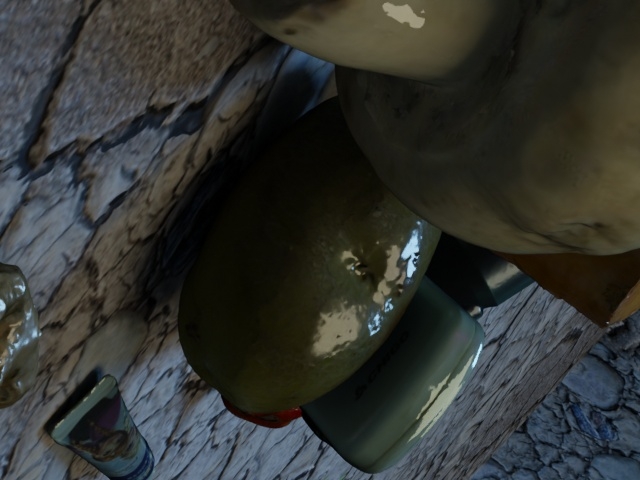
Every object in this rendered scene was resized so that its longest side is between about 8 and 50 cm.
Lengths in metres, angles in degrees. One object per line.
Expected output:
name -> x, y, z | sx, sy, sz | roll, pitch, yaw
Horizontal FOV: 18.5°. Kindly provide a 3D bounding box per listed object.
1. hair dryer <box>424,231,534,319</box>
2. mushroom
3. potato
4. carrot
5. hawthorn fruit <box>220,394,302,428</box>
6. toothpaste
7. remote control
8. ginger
hair dryer -> 0.165, -0.017, 1.934 | 0.244, 0.116, 0.302 | -32, -174, 0
mushroom -> 0.099, -0.144, 1.158 | 0.336, 0.314, 0.314 | 16, 114, -44
potato -> 0.000, 0.000, 1.355 | 0.251, 0.159, 0.174 | -51, -150, -8
carrot -> 0.208, -0.053, 1.699 | 0.196, 0.254, 0.196 | -44, 163, -18
hawthorn fruit -> -0.039, 0.120, 1.655 | 0.093, 0.093, 0.093 | -48, 166, -16
toothpaste -> -0.156, 0.151, 1.464 | 0.062, 0.037, 0.216 | -48, 161, -12
remote control -> 0.023, 0.069, 1.469 | 0.140, 0.056, 0.296 | -53, -155, 4
ginger -> -0.229, 0.123, 1.099 | 0.259, 0.065, 0.149 | -57, 168, 8
